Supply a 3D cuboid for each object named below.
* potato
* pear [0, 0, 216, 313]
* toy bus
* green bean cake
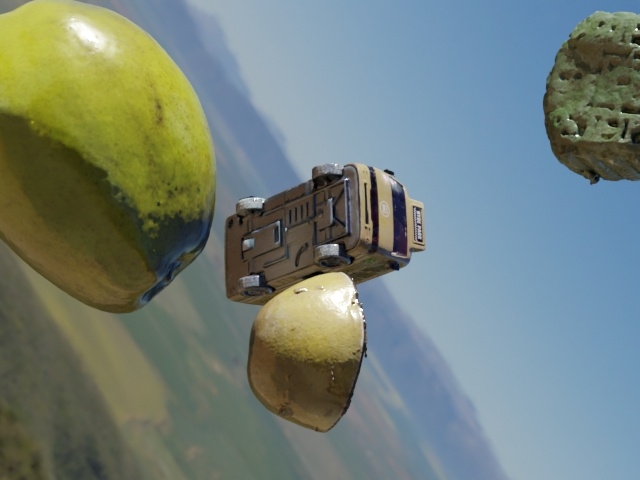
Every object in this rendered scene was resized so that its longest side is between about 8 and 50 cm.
[{"bbox_3d":[-0.033,0.132,1.965,0.117,0.202,0.182,13,6,-23],"label":"potato"},{"bbox_3d":[-0.229,-0.086,1.532,0.307,0.253,0.253,54,0,7],"label":"pear"},{"bbox_3d":[0.000,0.000,2.130,0.157,0.289,0.139,13,65,-39],"label":"toy bus"},{"bbox_3d":[0.414,-0.183,2.070,0.227,0.223,0.125,10,-7,40],"label":"green bean cake"}]
